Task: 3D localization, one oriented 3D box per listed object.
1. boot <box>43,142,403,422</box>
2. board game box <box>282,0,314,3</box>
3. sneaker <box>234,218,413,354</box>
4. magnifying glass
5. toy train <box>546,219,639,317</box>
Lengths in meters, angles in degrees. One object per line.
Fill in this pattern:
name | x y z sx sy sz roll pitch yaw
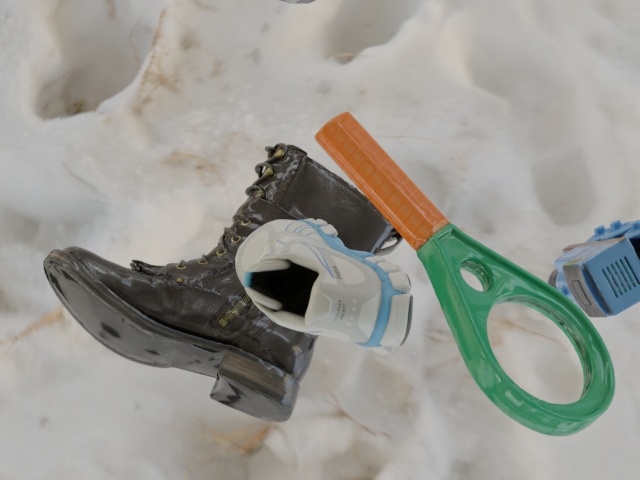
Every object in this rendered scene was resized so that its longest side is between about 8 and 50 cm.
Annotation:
boot | -0.078 0.010 1.249 0.263 0.091 0.229 30 64 -7
board game box | 0.028 -0.302 1.231 0.060 0.194 0.194 22 84 -17
sneaker | -0.021 0.021 0.953 0.082 0.190 0.071 8 95 -30
magnifying glass | 0.081 0.017 0.848 0.231 0.026 0.092 50 46 9
toy train | 0.293 0.030 1.498 0.105 0.184 0.080 -27 93 -11
